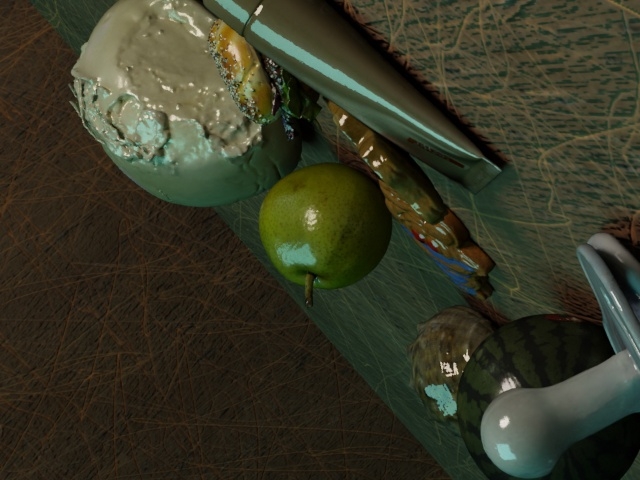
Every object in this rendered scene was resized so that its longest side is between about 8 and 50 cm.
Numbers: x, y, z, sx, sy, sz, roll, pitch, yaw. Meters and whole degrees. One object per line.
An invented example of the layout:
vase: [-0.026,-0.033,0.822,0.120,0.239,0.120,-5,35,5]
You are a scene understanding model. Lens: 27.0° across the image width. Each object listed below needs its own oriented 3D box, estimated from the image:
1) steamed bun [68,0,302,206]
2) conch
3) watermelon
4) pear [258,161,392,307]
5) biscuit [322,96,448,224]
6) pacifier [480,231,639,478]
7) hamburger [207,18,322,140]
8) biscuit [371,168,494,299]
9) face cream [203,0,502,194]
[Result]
steamed bun: [-0.196,-0.173,1.888,0.334,0.233,0.312,44,170,25]
conch: [0.222,0.202,1.809,0.210,0.159,0.291,52,168,-23]
watermelon: [0.248,0.179,1.429,0.212,0.212,0.212,46,171,9]
pear: [0.000,0.000,1.788,0.180,0.216,0.166,6,153,24]
biscuit: [0.071,-0.100,1.458,0.166,0.036,0.225,41,-169,-25]
pacifier: [0.242,0.127,1.184,0.238,0.226,0.287,64,-178,37]
hamburger: [-0.067,-0.198,1.532,0.189,0.093,0.164,56,174,42]
biscuit: [0.134,-0.021,1.653,0.280,0.043,0.183,49,169,-33]
face cream: [0.037,-0.165,1.344,0.341,0.084,0.137,39,170,2]
